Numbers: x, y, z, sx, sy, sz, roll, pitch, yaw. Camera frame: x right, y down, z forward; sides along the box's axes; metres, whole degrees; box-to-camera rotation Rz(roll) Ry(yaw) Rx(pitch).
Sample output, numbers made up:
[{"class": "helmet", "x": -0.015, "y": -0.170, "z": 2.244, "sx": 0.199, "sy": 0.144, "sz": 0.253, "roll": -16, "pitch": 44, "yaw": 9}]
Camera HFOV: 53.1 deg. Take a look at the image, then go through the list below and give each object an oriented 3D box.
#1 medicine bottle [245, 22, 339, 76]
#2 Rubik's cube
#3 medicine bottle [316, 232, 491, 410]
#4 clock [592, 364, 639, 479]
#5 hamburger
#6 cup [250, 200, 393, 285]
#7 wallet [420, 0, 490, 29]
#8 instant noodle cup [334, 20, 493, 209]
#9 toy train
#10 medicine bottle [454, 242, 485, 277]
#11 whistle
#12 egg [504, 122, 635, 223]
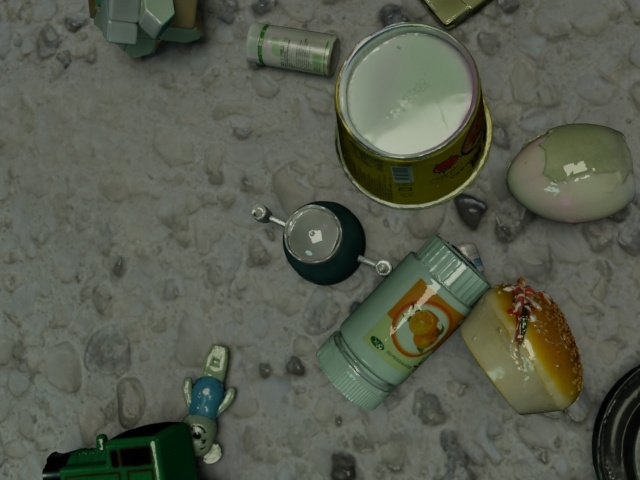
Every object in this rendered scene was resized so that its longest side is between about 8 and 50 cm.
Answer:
[{"class": "medicine bottle", "x": -0.057, "y": -0.401, "z": 1.345, "sx": 0.183, "sy": 0.086, "sz": 0.086, "roll": 13, "pitch": 85, "yaw": 12}, {"class": "Rubik's cube", "x": -0.353, "y": -0.504, "z": 1.331, "sx": 0.265, "sy": 0.224, "sz": 0.213, "roll": -22, "pitch": 73, "yaw": 50}, {"class": "medicine bottle", "x": 0.152, "y": 0.146, "z": 1.171, "sx": 0.158, "sy": 0.158, "sz": 0.318, "roll": 44, "pitch": 101, "yaw": 13}, {"class": "clock", "x": 0.672, "y": 0.378, "z": 1.108, "sx": 0.386, "sy": 0.076, "sz": 0.387, "roll": -2, "pitch": 81, "yaw": 10}, {"class": "hamburger", "x": 0.355, "y": 0.179, "z": 1.087, "sx": 0.151, "sy": 0.295, "sz": 0.227, "roll": -35, "pitch": 74, "yaw": 15}, {"class": "cup", "x": 0.000, "y": 0.000, "z": 1.235, "sx": 0.299, "sy": 0.173, "sz": 0.168, "roll": 24, "pitch": 88, "yaw": 12}, {"class": "wallet", "x": 0.293, "y": -0.515, "z": 1.321, "sx": 0.155, "sy": 0.039, "sz": 0.110, "roll": -36, "pitch": 74, "yaw": 3}, {"class": "instant noodle cup", "x": 0.165, "y": -0.237, "z": 1.197, "sx": 0.325, "sy": 0.254, "sz": 0.326, "roll": -2, "pitch": 82, "yaw": 11}, {"class": "toy train", "x": -0.381, "y": 0.482, "z": 1.210, "sx": 0.429, "sy": 0.178, "sz": 0.249, "roll": -10, "pitch": 86, "yaw": 18}, {"class": "medicine bottle", "x": 0.287, "y": 0.052, "z": 1.235, "sx": 0.052, "sy": 0.052, "sz": 0.089, "roll": -18, "pitch": 80, "yaw": 8}, {"class": "whistle", "x": -0.230, "y": 0.327, "z": 1.284, "sx": 0.113, "sy": 0.077, "sz": 0.236, "roll": 15, "pitch": 82, "yaw": -3}, {"class": "egg", "x": 0.449, "y": -0.118, "z": 1.166, "sx": 0.217, "sy": 0.183, "sz": 0.183, "roll": -10, "pitch": 80, "yaw": 19}]
